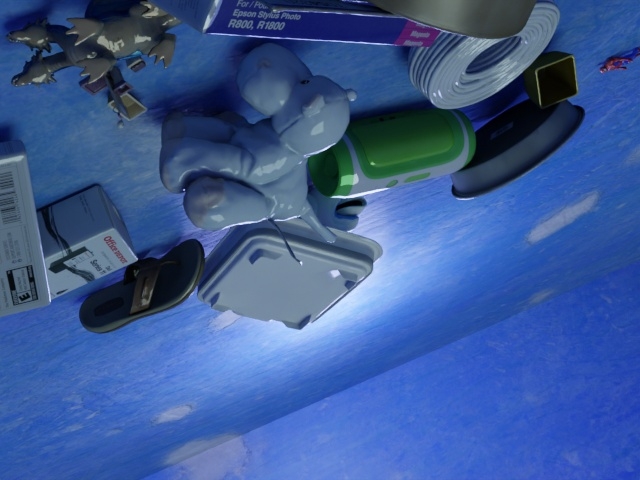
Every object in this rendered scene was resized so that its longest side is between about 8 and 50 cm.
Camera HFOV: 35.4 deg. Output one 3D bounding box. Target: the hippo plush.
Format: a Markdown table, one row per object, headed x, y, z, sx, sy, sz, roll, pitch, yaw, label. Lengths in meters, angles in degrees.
| x | y | z | sx | sy | sz | roll | pitch | yaw | label |
| --- | --- | --- | --- | --- | --- | --- | --- | --- | --- |
| -0.075 | -0.138 | 1.419 | 0.236 | 0.294 | 0.234 | -51 | 171 | 33 | hippo plush |

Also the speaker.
| x | y | z | sx | sy | sz | roll | pitch | yaw | label |
| --- | --- | --- | --- | --- | --- | --- | --- | --- | --- |
| 0.129 | -0.158 | 1.785 | 0.296 | 0.131 | 0.131 | -14 | 156 | -29 | speaker |

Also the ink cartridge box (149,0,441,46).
| x | y | z | sx | sy | sz | roll | pitch | yaw | label |
| --- | --- | --- | --- | --- | --- | --- | --- | --- | --- |
| -0.032 | -0.265 | 1.083 | 0.324 | 0.330 | 0.071 | -6 | 123 | -41 | ink cartridge box |

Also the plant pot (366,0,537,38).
| x | y | z | sx | sy | sz | roll | pitch | yaw | label |
| --- | --- | --- | --- | --- | --- | --- | --- | --- | --- |
| 0.129 | -0.405 | 1.010 | 0.323 | 0.323 | 0.280 | -7 | 136 | -42 | plant pot |

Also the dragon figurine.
| x | y | z | sx | sy | sz | roll | pitch | yaw | label |
| --- | --- | --- | --- | --- | --- | --- | --- | --- | --- |
| -0.222 | -0.243 | 1.150 | 0.289 | 0.144 | 0.085 | -21 | 115 | -10 | dragon figurine |

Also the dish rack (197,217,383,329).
| x | y | z | sx | sy | sz | roll | pitch | yaw | label |
| --- | --- | --- | --- | --- | --- | --- | --- | --- | --- |
| -0.070 | 0.073 | 1.880 | 0.285 | 0.072 | 0.333 | 15 | 148 | -23 | dish rack |

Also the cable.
| x | y | z | sx | sy | sz | roll | pitch | yaw | label |
| --- | --- | --- | --- | --- | --- | --- | --- | --- | --- |
| 0.257 | -0.316 | 1.599 | 0.257 | 0.089 | 0.257 | -37 | 161 | 21 | cable |

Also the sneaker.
| x | y | z | sx | sy | sz | roll | pitch | yaw | label |
| --- | --- | --- | --- | --- | --- | --- | --- | --- | --- |
| 0.000 | -0.001 | 1.989 | 0.236 | 0.130 | 0.323 | -24 | 153 | 9 | sneaker |

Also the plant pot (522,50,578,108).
| x | y | z | sx | sy | sz | roll | pitch | yaw | label |
| --- | --- | --- | --- | --- | --- | --- | --- | --- | --- |
| 0.411 | -0.301 | 1.833 | 0.081 | 0.083 | 0.081 | -22 | 122 | -10 | plant pot |

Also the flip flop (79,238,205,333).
| x | y | z | sx | sy | sz | roll | pitch | yaw | label |
| --- | --- | --- | --- | --- | --- | --- | --- | --- | --- |
| -0.336 | 0.082 | 1.857 | 0.277 | 0.112 | 0.080 | -25 | 145 | 10 | flip flop |

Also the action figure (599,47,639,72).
| x | y | z | sx | sy | sz | roll | pitch | yaw | label |
| --- | --- | --- | --- | --- | --- | --- | --- | --- | --- |
| 0.612 | -0.361 | 2.025 | 0.115 | 0.030 | 0.038 | -20 | 163 | -12 | action figure |

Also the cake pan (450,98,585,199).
| x | y | z | sx | sy | sz | roll | pitch | yaw | label |
| --- | --- | --- | --- | --- | --- | --- | --- | --- | --- |
| 0.360 | -0.187 | 1.905 | 0.293 | 0.054 | 0.293 | -34 | -166 | 10 | cake pan |

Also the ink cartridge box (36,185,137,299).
| x | y | z | sx | sy | sz | roll | pitch | yaw | label |
| --- | --- | --- | --- | --- | --- | --- | --- | --- | --- |
| -0.414 | 0.015 | 1.601 | 0.208 | 0.087 | 0.153 | -25 | 159 | -4 | ink cartridge box |

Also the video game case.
| x | y | z | sx | sy | sz | roll | pitch | yaw | label |
| --- | --- | --- | --- | --- | --- | --- | --- | --- | --- |
| -0.541 | 0.016 | 1.390 | 0.299 | 0.036 | 0.329 | -14 | 142 | -19 | video game case |

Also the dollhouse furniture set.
| x | y | z | sx | sy | sz | roll | pitch | yaw | label |
| --- | --- | --- | --- | --- | --- | --- | --- | --- | --- |
| -0.245 | -0.181 | 1.347 | 0.091 | 0.081 | 0.114 | -30 | 159 | 9 | dollhouse furniture set |
